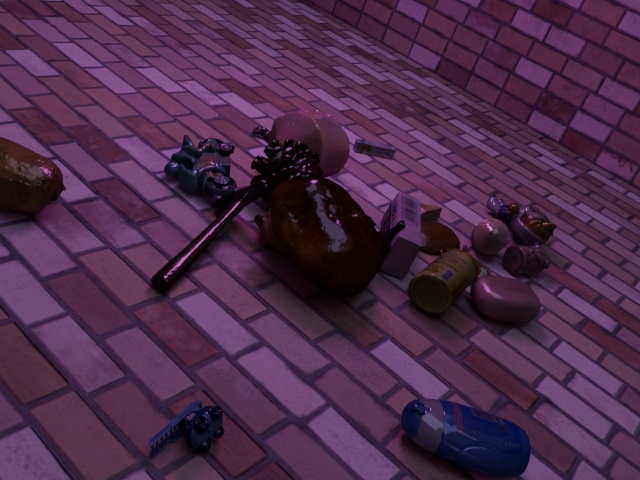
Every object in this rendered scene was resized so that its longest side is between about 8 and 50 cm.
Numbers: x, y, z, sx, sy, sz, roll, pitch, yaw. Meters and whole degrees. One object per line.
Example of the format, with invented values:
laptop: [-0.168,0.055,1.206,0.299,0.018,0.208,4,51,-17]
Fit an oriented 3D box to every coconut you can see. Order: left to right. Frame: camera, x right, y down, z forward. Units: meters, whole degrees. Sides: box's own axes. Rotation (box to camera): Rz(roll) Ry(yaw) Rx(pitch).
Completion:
coconut: [-0.048,-0.298,2.107,0.233,0.233,0.245,40,30,28]
coconut: [0.536,-0.011,2.127,0.116,0.116,0.122,26,-2,7]

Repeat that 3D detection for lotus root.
lotus root: [-0.728,-0.156,1.540,0.284,0.146,0.160,25,10,-7]

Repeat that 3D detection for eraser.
eraser: [0.232,-0.021,1.953,0.086,0.130,0.287,23,29,-6]

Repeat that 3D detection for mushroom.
mushroom: [0.000,0.000,1.732,0.345,0.259,0.345,36,33,-28]

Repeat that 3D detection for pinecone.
pinecone: [-0.096,-0.179,1.930,0.201,0.202,0.229,19,66,17]

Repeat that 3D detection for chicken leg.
chicken leg: [0.171,-0.004,1.844,0.053,0.093,0.205,37,-15,-14]

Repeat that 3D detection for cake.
cake: [0.349,-0.094,2.215,0.121,0.052,0.065,-9,40,-40]

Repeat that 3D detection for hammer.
hammer: [-0.273,-0.017,1.645,0.168,0.044,0.440,-12,25,30]

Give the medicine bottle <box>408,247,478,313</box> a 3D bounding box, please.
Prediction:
medicine bottle: [0.338,0.106,1.825,0.124,0.124,0.239,34,33,20]

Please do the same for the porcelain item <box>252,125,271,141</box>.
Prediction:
porcelain item: [-0.127,-0.354,2.320,0.215,0.069,0.081,17,35,1]

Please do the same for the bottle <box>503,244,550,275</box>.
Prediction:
bottle: [0.662,0.061,2.131,0.152,0.099,0.099,5,34,-33]

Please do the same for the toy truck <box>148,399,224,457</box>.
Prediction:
toy truck: [-0.228,0.334,1.167,0.074,0.063,0.136,13,27,26]

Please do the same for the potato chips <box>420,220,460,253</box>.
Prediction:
potato chips: [0.360,-0.020,2.111,0.201,0.049,0.150,-1,42,-44]

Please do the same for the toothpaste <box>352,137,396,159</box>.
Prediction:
toothpaste: [0.201,-0.343,2.520,0.164,0.046,0.034,8,31,-22]

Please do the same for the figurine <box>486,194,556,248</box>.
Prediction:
figurine: [0.681,-0.075,2.335,0.274,0.133,0.194,36,9,32]

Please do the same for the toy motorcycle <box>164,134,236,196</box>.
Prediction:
toy motorcycle: [-0.344,-0.212,1.927,0.198,0.109,0.297,3,36,-12]

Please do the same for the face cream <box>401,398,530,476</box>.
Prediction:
face cream: [0.289,0.395,1.371,0.263,0.083,0.149,19,30,-5]

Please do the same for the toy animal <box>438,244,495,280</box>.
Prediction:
toy animal: [0.476,0.092,2.000,0.275,0.054,0.149,32,29,21]

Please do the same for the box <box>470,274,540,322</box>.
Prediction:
box: [0.515,0.163,1.878,0.200,0.088,0.146,8,34,-20]
